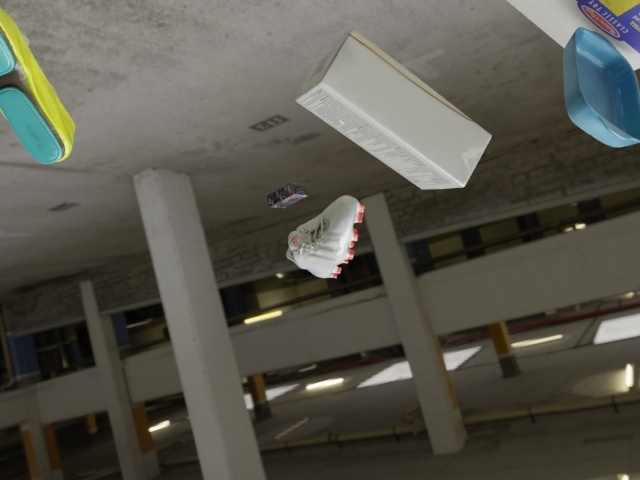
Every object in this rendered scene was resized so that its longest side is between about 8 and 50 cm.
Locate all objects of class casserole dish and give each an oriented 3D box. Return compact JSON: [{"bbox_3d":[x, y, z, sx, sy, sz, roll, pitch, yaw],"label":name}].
[{"bbox_3d":[0.351,-0.190,0.706,0.114,0.188,0.037,26,143,-16],"label":"casserole dish"}]

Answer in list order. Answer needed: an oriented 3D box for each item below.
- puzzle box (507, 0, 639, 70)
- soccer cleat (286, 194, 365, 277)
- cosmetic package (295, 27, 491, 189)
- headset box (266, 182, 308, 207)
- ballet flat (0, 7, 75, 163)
[{"bbox_3d":[0.294,-0.373,0.695,0.052,0.409,0.272,-53,-176,-2],"label":"puzzle box"},{"bbox_3d":[0.000,0.000,0.671,0.076,0.068,0.196,16,158,-3],"label":"soccer cleat"},{"bbox_3d":[0.125,-0.218,0.994,0.309,0.113,0.160,31,174,-18],"label":"cosmetic package"},{"bbox_3d":[-0.076,-0.108,1.328,0.083,0.032,0.062,-24,169,28],"label":"headset box"},{"bbox_3d":[-0.359,-0.198,0.655,0.077,0.077,0.231,-7,130,13],"label":"ballet flat"}]
